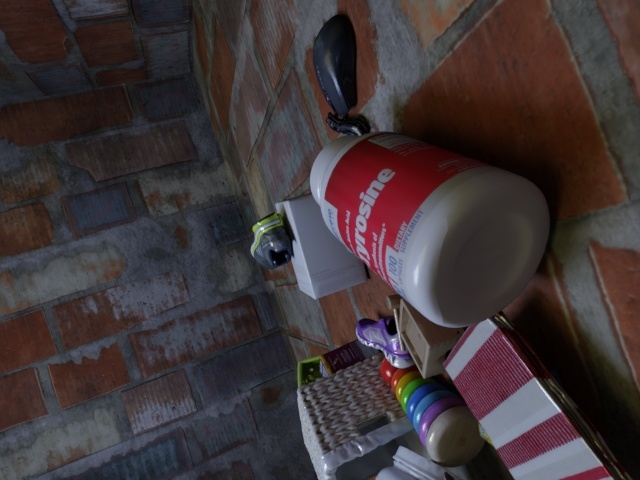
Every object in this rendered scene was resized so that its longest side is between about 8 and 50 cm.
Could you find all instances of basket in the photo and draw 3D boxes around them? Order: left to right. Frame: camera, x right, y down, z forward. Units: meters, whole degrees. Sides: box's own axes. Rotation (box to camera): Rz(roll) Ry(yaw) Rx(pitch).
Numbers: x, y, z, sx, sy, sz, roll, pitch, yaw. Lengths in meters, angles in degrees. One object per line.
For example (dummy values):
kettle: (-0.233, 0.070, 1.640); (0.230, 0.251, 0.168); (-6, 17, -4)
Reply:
basket: (0.122, 0.552, 1.175); (0.266, 0.329, 0.330); (-127, 26, -50)

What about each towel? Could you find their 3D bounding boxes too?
towel: (0.321, 0.287, 0.627); (0.236, 0.037, 0.328); (95, 152, -51)

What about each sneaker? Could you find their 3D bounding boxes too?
sneaker: (-0.147, 0.036, 1.262); (0.300, 0.111, 0.121); (100, 145, -66)
sneaker: (0.178, 0.246, 1.111); (0.236, 0.095, 0.104); (21, 120, 61)

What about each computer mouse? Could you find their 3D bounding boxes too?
computer mouse: (0.032, -0.373, 0.962); (0.188, 0.072, 0.271); (-136, 33, -56)

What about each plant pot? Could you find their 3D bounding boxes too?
plant pot: (0.053, 0.554, 1.473); (0.227, 0.229, 0.206); (-100, -4, -62)

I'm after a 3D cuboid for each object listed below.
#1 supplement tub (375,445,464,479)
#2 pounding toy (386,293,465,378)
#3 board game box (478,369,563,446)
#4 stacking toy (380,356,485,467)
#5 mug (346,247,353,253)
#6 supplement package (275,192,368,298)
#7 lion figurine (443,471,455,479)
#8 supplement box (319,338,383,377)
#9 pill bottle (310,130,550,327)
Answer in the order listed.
supplement tub: (0.189, 0.637, 0.856); (0.236, 0.324, 0.235); (27, 158, 12)
pounding toy: (0.227, 0.189, 0.914); (0.206, 0.094, 0.180); (-114, 12, -46)
board game box: (0.349, 0.295, 0.700); (0.194, 0.060, 0.193); (-160, 55, -67)
stacking toy: (0.243, 0.373, 0.996); (0.330, 0.141, 0.141); (-138, 34, -67)
mug: (0.123, -0.011, 0.932); (0.097, 0.130, 0.157); (-55, 15, 20)
supplement package: (0.000, 0.000, 1.238); (0.177, 0.176, 0.292); (-168, 62, -72)
lion figurine: (0.352, 0.575, 0.697); (0.392, 0.142, 0.240); (34, 137, 26)
supplement box: (0.096, 0.384, 1.301); (0.080, 0.188, 0.104); (55, 156, 38)
pill bottle: (0.140, -0.055, 0.700); (0.408, 0.229, 0.228); (-136, 33, -55)
